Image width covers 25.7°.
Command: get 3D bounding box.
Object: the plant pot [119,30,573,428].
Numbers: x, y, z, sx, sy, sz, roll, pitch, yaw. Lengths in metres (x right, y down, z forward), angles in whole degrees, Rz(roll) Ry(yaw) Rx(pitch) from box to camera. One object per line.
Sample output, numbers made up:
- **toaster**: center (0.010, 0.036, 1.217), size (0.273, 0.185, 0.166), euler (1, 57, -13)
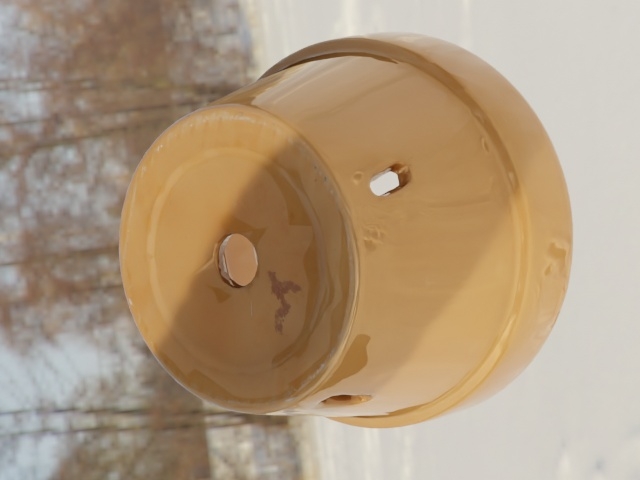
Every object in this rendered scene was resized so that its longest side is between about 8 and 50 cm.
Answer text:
- **plant pot**: center (0.000, 0.000, 0.968), size (0.203, 0.291, 0.290), euler (-10, -86, -54)
